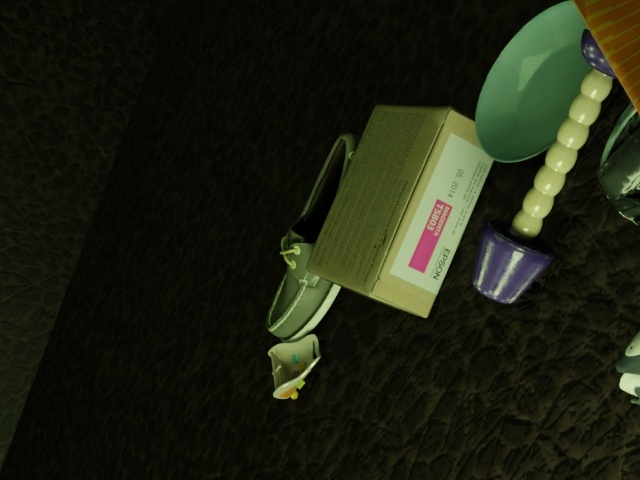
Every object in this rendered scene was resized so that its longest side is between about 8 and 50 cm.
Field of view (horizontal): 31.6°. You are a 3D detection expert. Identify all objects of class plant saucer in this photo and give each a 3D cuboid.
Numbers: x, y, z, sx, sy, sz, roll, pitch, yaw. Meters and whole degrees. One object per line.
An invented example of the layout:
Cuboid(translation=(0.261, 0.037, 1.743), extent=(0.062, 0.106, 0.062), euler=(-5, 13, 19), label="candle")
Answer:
Cuboid(translation=(0.247, -0.164, 1.212), extent=(0.195, 0.037, 0.195), euler=(-39, 36, 37), label="plant saucer")

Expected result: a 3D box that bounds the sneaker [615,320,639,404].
Cuboid(translation=(0.291, 0.108, 0.824), extent=(0.153, 0.094, 0.235), euler=(-48, 30, 37), label="sneaker")

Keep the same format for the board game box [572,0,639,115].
Cuboid(translation=(0.380, -0.110, 0.481), extent=(0.356, 0.356, 0.356), euler=(-50, 35, 32), label="board game box")

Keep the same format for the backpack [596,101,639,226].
Cuboid(translation=(0.307, -0.082, 0.882), extent=(0.182, 0.152, 0.115), euler=(-47, -10, 30), label="backpack")

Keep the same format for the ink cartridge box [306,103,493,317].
Cuboid(translation=(0.095, -0.041, 1.358), extent=(0.193, 0.088, 0.234), euler=(20, 86, 64), label="ink cartridge box")

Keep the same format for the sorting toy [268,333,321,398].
Cuboid(translation=(-0.028, 0.162, 1.488), extent=(0.075, 0.045, 0.083), euler=(-46, 30, 24), label="sorting toy")

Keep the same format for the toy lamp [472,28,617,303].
Cuboid(translation=(0.228, -0.065, 1.105), extent=(0.274, 0.080, 0.080), euler=(-64, 24, 17), label="toy lamp")

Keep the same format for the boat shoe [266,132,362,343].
Cuboid(translation=(-0.001, -0.002, 1.513), extent=(0.305, 0.091, 0.109), euler=(-60, 25, 12), label="boat shoe")
